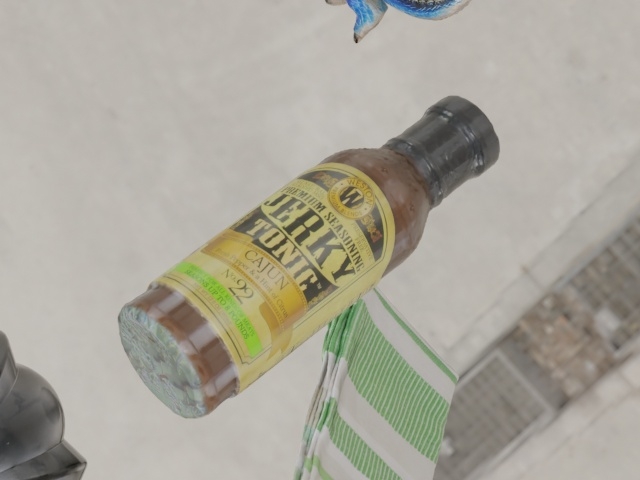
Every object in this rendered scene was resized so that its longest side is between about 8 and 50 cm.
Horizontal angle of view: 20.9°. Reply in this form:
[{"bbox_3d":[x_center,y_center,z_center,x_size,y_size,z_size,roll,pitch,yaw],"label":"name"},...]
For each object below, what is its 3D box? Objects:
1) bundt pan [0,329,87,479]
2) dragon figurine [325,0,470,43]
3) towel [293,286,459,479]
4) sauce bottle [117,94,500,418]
[{"bbox_3d":[-0.300,0.186,1.185,0.124,0.331,0.331,-13,111,55],"label":"bundt pan"},{"bbox_3d":[0.003,-0.211,1.108,0.144,0.085,0.289,45,-172,-26],"label":"dragon figurine"},{"bbox_3d":[0.064,0.226,1.919,0.038,0.325,0.248,-12,138,32],"label":"towel"},{"bbox_3d":[0.000,0.000,1.359,0.111,0.344,0.111,38,151,25],"label":"sauce bottle"}]
